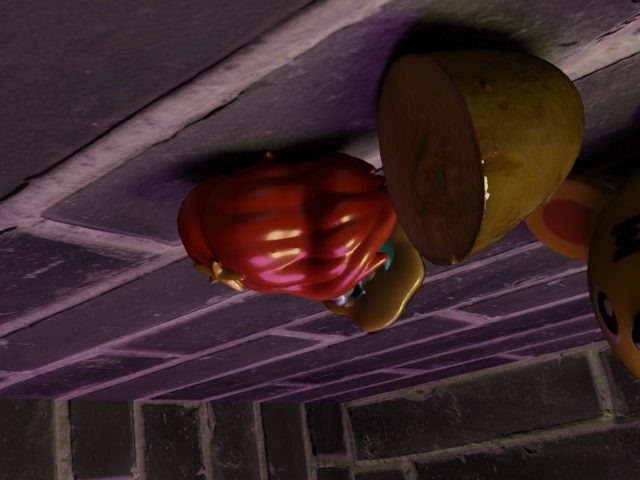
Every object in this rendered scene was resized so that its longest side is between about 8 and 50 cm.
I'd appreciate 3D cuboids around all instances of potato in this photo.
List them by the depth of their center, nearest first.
[{"bbox_3d":[0.151,-0.089,0.649,0.158,0.178,0.203,-21,137,-13],"label":"potato"}]

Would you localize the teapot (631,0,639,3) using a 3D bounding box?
[{"bbox_3d":[0.284,-0.178,0.289,0.312,0.233,0.314,16,132,13],"label":"teapot"}]

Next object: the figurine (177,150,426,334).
[{"bbox_3d":[-0.003,-0.008,0.812,0.208,0.180,0.257,28,-175,39],"label":"figurine"}]

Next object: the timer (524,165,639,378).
[{"bbox_3d":[0.449,0.014,0.863,0.387,0.376,0.376,40,148,-5],"label":"timer"}]
